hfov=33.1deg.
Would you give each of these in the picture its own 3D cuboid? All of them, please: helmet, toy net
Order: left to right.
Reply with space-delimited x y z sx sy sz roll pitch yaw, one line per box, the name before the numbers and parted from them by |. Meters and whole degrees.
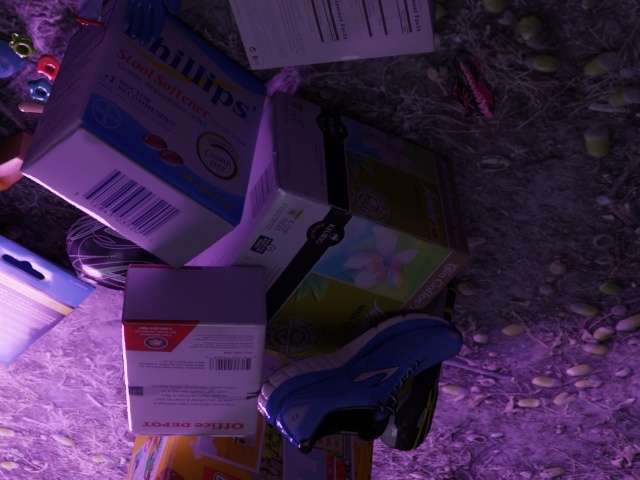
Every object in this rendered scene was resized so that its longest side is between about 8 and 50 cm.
toy net | -0.408 -0.229 1.635 0.122 0.045 0.232 -20 134 27
helmet | -0.335 0.002 1.803 0.169 0.169 0.162 -26 145 33

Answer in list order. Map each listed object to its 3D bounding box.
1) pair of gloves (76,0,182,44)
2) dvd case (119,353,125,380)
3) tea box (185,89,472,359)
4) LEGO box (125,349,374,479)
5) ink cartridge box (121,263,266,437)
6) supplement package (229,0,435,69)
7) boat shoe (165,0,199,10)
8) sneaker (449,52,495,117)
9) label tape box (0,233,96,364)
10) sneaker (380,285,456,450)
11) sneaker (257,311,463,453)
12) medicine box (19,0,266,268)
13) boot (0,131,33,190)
pair of gloves | -0.244 -0.338 1.375 0.198 0.023 0.159 21 106 34
dvd case | -0.356 0.274 2.241 0.120 0.013 0.087 13 140 -5
tea box | 0.000 0.000 1.660 0.324 0.220 0.329 18 133 -23
LEGO box | -0.107 0.317 1.878 0.373 0.500 0.193 25 138 -21
ink cartridge box | -0.184 0.167 1.581 0.197 0.114 0.272 2 136 -6
supplement package | 0.020 -0.322 1.381 0.244 0.139 0.133 -4 139 12
boat shoe | -0.171 -0.392 1.387 0.081 0.068 0.227 -24 159 -29
sneaker | 0.208 -0.219 1.552 0.057 0.047 0.119 -4 139 31
label tape box | -0.586 0.070 1.962 0.249 0.115 0.348 32 132 -25
sneaker | 0.131 0.206 1.805 0.147 0.384 0.145 10 122 8
sneaker | 0.079 0.223 1.604 0.330 0.147 0.129 -24 148 -20
medicine box | -0.234 -0.158 1.496 0.263 0.289 0.149 34 133 -28
boot | -0.603 -0.163 1.693 0.211 0.104 0.295 -20 137 28
